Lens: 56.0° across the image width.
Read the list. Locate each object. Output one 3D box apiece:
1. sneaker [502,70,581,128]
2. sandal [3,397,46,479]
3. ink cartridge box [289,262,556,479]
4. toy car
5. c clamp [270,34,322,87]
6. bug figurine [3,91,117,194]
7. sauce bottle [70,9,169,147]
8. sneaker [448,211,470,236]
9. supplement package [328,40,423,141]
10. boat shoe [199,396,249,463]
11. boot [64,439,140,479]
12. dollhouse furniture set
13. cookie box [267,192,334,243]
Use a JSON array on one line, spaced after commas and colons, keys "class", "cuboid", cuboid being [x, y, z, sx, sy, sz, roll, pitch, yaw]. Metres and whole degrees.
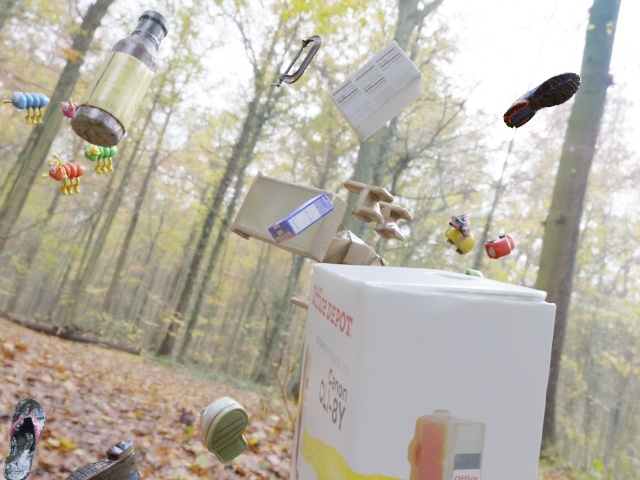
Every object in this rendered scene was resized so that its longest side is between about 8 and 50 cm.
[{"class": "sneaker", "cuboid": [0.601, -0.396, 1.649, 0.221, 0.087, 0.083, -27, -70, 30]}, {"class": "sandal", "cuboid": [-0.609, 0.403, 1.238, 0.067, 0.179, 0.040, 5, -45, -17]}, {"class": "ink cartridge box", "cuboid": [0.066, 0.220, 0.581, 0.161, 0.384, 0.279, 6, 0, -9]}, {"class": "toy car", "cuboid": [0.469, 0.075, 1.781, 0.239, 0.224, 0.053, 10, 2, -18]}, {"class": "c clamp", "cuboid": [-0.059, -0.439, 1.472, 0.022, 0.160, 0.137, 33, 6, -31]}, {"class": "bug figurine", "cuboid": [-0.604, -0.254, 1.432, 0.072, 0.279, 0.216, -32, -4, 36]}, {"class": "sauce bottle", "cuboid": [-0.426, -0.366, 1.325, 0.112, 0.344, 0.111, 15, -26, 7]}, {"class": "sneaker", "cuboid": [0.396, -0.042, 1.715, 0.057, 0.047, 0.119, -4, 25, 9]}, {"class": "supplement package", "cuboid": [0.183, -0.471, 1.935, 0.145, 0.262, 0.204, 54, 7, 10]}, {"class": "boat shoe", "cuboid": [-0.236, 0.428, 1.402, 0.103, 0.113, 0.302, 50, -28, 26]}, {"class": "boot", "cuboid": [-0.562, 0.620, 1.546, 0.082, 0.106, 0.219, -2, 19, 45]}, {"class": "dollhouse furniture set", "cuboid": [0.000, 0.000, 1.581, 0.257, 0.362, 0.394, 19, -10, 36]}, {"class": "cookie box", "cuboid": [-0.040, -0.043, 1.194, 0.040, 0.107, 0.092, 57, -28, -7]}]
